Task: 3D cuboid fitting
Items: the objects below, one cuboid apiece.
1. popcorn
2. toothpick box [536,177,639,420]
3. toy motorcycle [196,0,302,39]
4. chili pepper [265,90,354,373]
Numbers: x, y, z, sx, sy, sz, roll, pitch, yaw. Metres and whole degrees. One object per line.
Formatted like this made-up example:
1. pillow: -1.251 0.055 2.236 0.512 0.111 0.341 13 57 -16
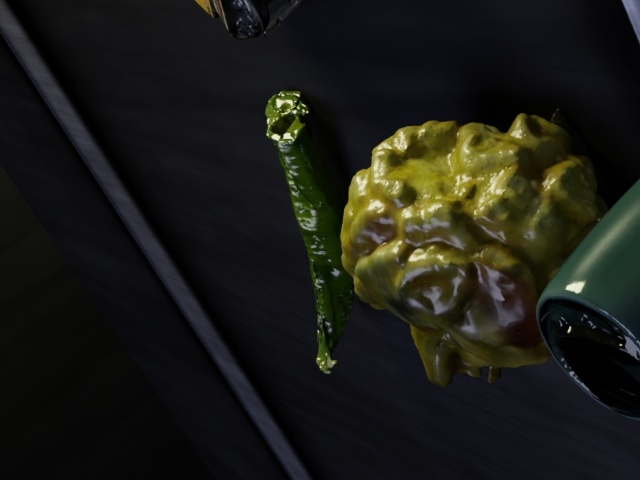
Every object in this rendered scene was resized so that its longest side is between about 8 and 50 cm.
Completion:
1. popcorn: 0.121 0.004 0.894 0.218 0.169 0.189 12 147 32
2. toothpick box: 0.217 0.016 0.693 0.120 0.184 0.120 41 157 21
3. toy motorcycle: -0.078 -0.273 0.956 0.157 0.091 0.263 44 161 29
4. chili pepper: 0.000 0.000 1.271 0.085 0.076 0.359 -111 6 -47
